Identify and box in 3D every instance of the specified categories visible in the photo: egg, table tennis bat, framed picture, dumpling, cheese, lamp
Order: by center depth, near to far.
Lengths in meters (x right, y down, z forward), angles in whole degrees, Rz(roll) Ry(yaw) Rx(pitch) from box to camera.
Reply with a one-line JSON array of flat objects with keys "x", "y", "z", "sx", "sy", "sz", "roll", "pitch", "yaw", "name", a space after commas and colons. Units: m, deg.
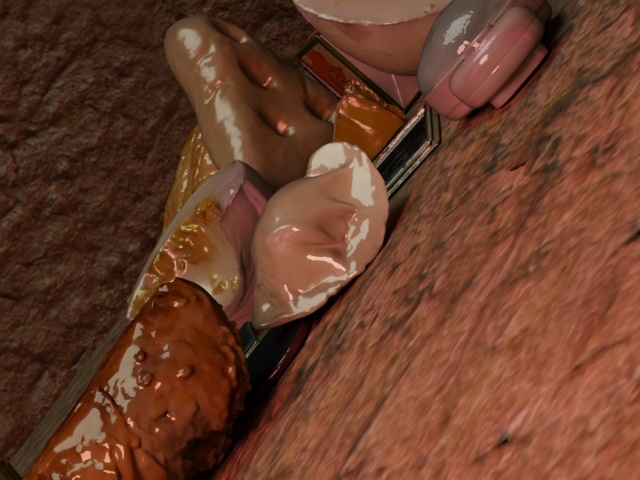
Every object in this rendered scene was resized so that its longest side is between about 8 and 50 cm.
[{"x": 0.177, "y": -0.219, "z": 1.534, "sx": 0.179, "sy": 0.108, "sz": 0.246, "roll": -53, "pitch": 8, "yaw": 10, "name": "lamp"}, {"x": -0.002, "y": 0.004, "z": 1.537, "sx": 0.166, "sy": 0.126, "sz": 0.216, "roll": 8, "pitch": 45, "yaw": 49, "name": "dumpling"}, {"x": -0.078, "y": 0.139, "z": 1.611, "sx": 0.173, "sy": 0.022, "sz": 0.301, "roll": -51, "pitch": 10, "yaw": -1, "name": "table tennis bat"}, {"x": 0.050, "y": -0.052, "z": 1.769, "sx": 0.296, "sy": 0.019, "sz": 0.232, "roll": -48, "pitch": 9, "yaw": 15, "name": "framed picture"}, {"x": -0.118, "y": 0.027, "z": 1.817, "sx": 0.271, "sy": 0.162, "sz": 0.206, "roll": -46, "pitch": 20, "yaw": 26, "name": "egg"}, {"x": 0.134, "y": -0.337, "z": 1.898, "sx": 0.337, "sy": 0.201, "sz": 0.337, "roll": -13, "pitch": 44, "yaw": 13, "name": "egg"}, {"x": -0.115, "y": -0.183, "z": 2.084, "sx": 0.129, "sy": 0.351, "sz": 0.328, "roll": -52, "pitch": 9, "yaw": 35, "name": "cheese"}]

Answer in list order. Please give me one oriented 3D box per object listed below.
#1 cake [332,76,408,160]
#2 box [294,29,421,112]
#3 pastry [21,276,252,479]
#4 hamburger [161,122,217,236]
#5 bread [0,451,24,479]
[{"x": 0.030, "y": -0.143, "z": 1.964, "sx": 0.185, "sy": 0.116, "sz": 0.080, "roll": -37, "pitch": 13, "yaw": 41, "name": "cake"}, {"x": 0.096, "y": -0.307, "z": 2.083, "sx": 0.195, "sy": 0.177, "sz": 0.148, "roll": -53, "pitch": 10, "yaw": -14, "name": "box"}, {"x": -0.178, "y": 0.196, "z": 1.419, "sx": 0.311, "sy": 0.162, "sz": 0.255, "roll": -56, "pitch": 9, "yaw": -21, "name": "pastry"}, {"x": -0.149, "y": -0.038, "z": 2.185, "sx": 0.209, "sy": 0.162, "sz": 0.330, "roll": -12, "pitch": 60, "yaw": 63, "name": "hamburger"}, {"x": -0.556, "y": 0.406, "z": 1.914, "sx": 0.308, "sy": 0.348, "sz": 0.348, "roll": -47, "pitch": 8, "yaw": -13, "name": "bread"}]
